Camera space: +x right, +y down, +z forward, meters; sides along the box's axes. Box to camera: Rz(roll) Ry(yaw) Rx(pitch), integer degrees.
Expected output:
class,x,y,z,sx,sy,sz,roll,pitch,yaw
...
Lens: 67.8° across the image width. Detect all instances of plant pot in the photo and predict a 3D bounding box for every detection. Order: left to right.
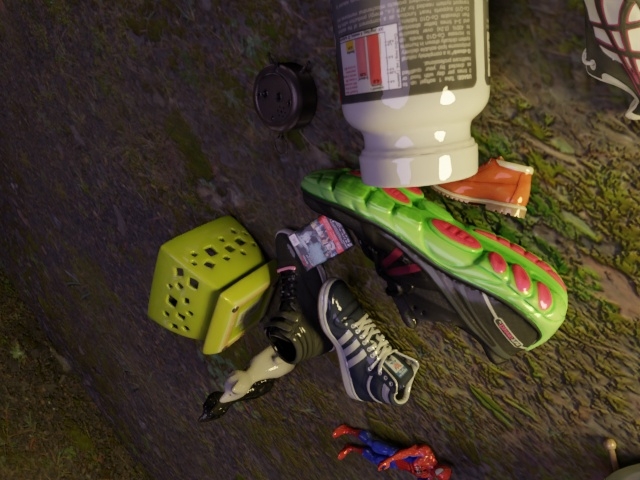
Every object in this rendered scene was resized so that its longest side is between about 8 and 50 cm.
class,x,y,z,sx,sy,sz,roll,pitch,yaw
plant pot,-0.236,0.110,1.108,0.207,0.228,0.227,35,126,17

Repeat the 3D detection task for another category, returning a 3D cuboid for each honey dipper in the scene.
class,x,y,z,sx,sy,sz,roll,pitch,yaw
honey dipper,0.476,0.388,0.754,0.030,0.030,0.161,-13,94,42

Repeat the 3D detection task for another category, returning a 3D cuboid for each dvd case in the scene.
class,x,y,z,sx,sy,sz,roll,pitch,yaw
dvd case,0.000,0.000,0.978,0.119,0.013,0.087,-31,86,21

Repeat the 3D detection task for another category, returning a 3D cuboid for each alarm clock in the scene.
class,x,y,z,sx,sy,sz,roll,pitch,yaw
alarm clock,-0.075,-0.260,0.935,0.129,0.064,0.192,23,123,31

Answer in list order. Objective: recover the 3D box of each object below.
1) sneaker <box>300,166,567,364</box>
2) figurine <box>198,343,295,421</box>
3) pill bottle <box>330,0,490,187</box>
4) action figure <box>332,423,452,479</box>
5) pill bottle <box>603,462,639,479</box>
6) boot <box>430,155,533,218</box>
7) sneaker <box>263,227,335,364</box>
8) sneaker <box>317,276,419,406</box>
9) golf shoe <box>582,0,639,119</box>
class,x,y,z,sx,sy,sz,roll,pitch,yaw
sneaker,0.140,0.030,0.786,0.482,0.185,0.202,37,123,25
figurine,-0.181,0.347,1.158,0.092,0.209,0.215,51,131,12
pill bottle,0.124,-0.267,0.661,0.210,0.210,0.363,6,109,38
action figure,0.132,0.480,1.006,0.280,0.139,0.092,-5,105,38
pill bottle,0.523,0.490,0.648,0.181,0.181,0.323,-27,89,43
boot,0.249,-0.092,0.741,0.157,0.059,0.085,19,101,38
sneaker,-0.062,0.126,1.015,0.104,0.146,0.296,-13,97,44
sneaker,0.098,0.203,0.942,0.153,0.099,0.282,0,114,45
golf shoe,0.335,-0.247,0.535,0.273,0.105,0.120,46,150,-8
